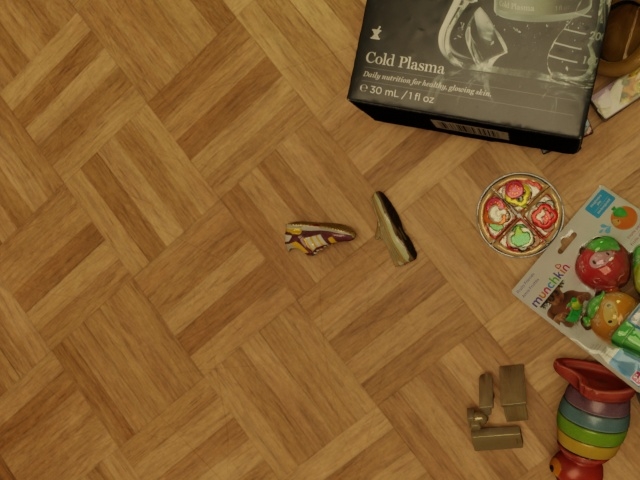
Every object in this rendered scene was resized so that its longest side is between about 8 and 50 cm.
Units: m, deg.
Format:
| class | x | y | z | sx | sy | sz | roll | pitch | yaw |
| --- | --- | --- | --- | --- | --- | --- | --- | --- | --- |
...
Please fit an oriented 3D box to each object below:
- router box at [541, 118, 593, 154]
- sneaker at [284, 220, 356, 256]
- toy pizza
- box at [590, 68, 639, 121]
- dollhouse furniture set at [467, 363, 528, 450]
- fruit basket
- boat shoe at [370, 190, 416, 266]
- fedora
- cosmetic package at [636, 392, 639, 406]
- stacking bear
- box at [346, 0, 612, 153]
| class | x | y | z | sx | sy | sz | roll | pitch | yaw |
| --- | --- | --- | --- | --- | --- | --- | --- | --- | --- |
| router box | 0.549 | -0.263 | 1.828 | 0.122 | 0.038 | 0.092 | -24 | 84 | 16 |
| sneaker | 0.000 | 0.000 | 1.988 | 0.185 | 0.069 | 0.084 | 6 | 102 | 22 |
| toy pizza | 0.464 | -0.059 | 1.862 | 0.201 | 0.032 | 0.201 | 1 | 92 | 16 |
| box | 0.746 | -0.380 | 1.753 | 0.324 | 0.067 | 0.063 | -35 | 83 | 14 |
| dollhouse furniture set | 0.422 | 0.396 | 1.892 | 0.144 | 0.123 | 0.151 | -9 | 124 | 17 |
| fruit basket | 0.654 | 0.094 | 1.738 | 0.353 | 0.165 | 0.327 | 41 | 92 | 21 |
| boat shoe | 0.160 | -0.024 | 1.939 | 0.072 | 0.068 | 0.190 | -28 | 84 | 27 |
| fedora | 0.667 | -0.450 | 1.755 | 0.194 | 0.079 | 0.195 | -2 | 87 | 37 |
| cosmetic package | 0.901 | 0.313 | 1.593 | 0.329 | 0.327 | 0.394 | 44 | 104 | 11 |
| stacking bear | 0.593 | 0.431 | 1.780 | 0.164 | 0.175 | 0.289 | 5 | 105 | -15 |
| box | 0.352 | -0.463 | 1.673 | 0.479 | 0.297 | 0.472 | 12 | 93 | 15 |
